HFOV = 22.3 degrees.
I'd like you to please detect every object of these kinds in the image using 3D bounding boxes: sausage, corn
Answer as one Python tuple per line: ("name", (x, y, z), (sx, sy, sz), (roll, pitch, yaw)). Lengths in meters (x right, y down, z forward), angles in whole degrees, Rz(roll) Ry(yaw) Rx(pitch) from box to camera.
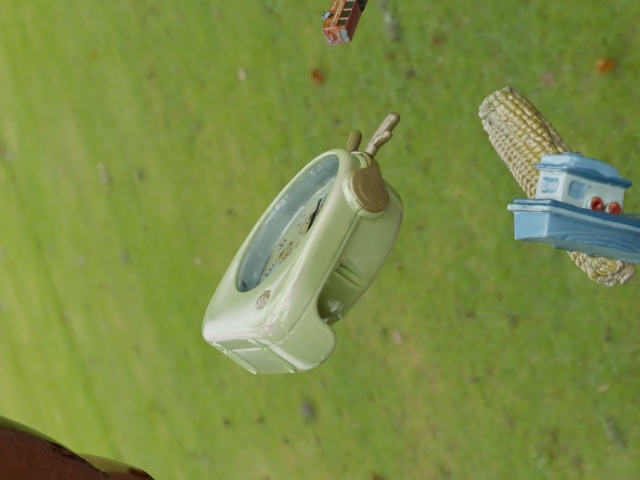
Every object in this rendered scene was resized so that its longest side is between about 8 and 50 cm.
("sausage", (-0.204, 0.167, 1.060), (0.097, 0.348, 0.094), (8, 76, 27))
("corn", (0.293, -0.066, 1.969), (0.288, 0.086, 0.086), (56, 153, 20))

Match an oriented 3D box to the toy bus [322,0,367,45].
("toy bus", (0.032, -0.293, 2.080), (0.110, 0.043, 0.031), (-71, -32, -44))

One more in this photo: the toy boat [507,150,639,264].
("toy boat", (0.312, -0.030, 1.678), (0.109, 0.237, 0.098), (3, 83, 64))

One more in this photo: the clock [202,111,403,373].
("clock", (0.000, 0.000, 1.787), (0.096, 0.308, 0.235), (35, 163, -16))
